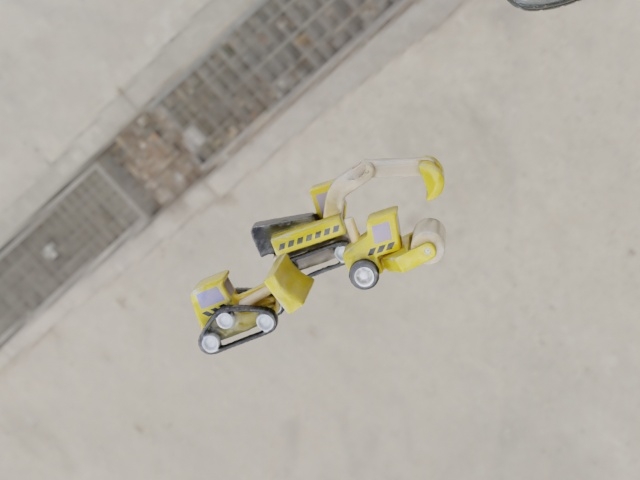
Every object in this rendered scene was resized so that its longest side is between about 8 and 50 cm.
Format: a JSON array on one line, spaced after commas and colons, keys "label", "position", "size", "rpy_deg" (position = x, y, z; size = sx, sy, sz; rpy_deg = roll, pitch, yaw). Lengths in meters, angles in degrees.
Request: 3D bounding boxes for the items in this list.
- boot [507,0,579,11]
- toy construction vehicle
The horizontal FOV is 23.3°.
[{"label": "boot", "position": [0.256, -0.287, 1.274], "size": [0.161, 0.246, 0.083], "rpy_deg": [54, -170, -76]}, {"label": "toy construction vehicle", "position": [0.000, 0.000, 0.594], "size": [0.098, 0.086, 0.035], "rpy_deg": [-21, 102, 15]}]
